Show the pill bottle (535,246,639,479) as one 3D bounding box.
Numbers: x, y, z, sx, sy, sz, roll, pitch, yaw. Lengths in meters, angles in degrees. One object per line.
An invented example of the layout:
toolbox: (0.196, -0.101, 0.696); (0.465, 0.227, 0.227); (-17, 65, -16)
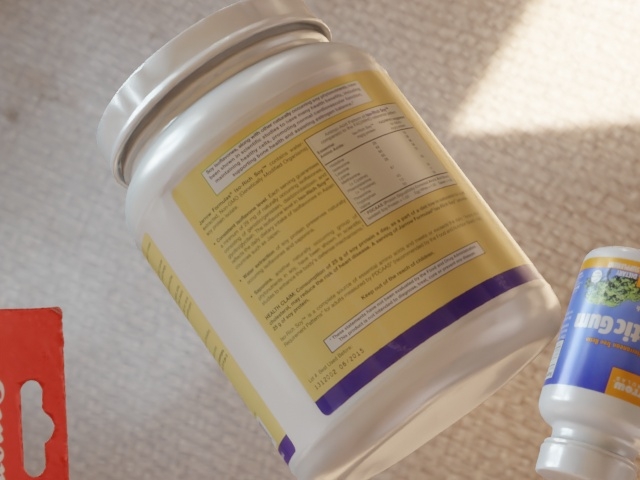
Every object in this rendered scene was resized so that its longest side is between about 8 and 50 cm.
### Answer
pill bottle: (0.344, 0.158, 1.738); (0.152, 0.152, 0.272); (11, 72, 28)

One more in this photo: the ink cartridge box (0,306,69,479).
ink cartridge box: (-0.210, 0.107, 0.804); (0.045, 0.179, 0.145); (-13, 79, 56)

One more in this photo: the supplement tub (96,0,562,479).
supplement tub: (0.000, 0.000, 1.152); (0.241, 0.241, 0.331); (-39, 76, 13)
